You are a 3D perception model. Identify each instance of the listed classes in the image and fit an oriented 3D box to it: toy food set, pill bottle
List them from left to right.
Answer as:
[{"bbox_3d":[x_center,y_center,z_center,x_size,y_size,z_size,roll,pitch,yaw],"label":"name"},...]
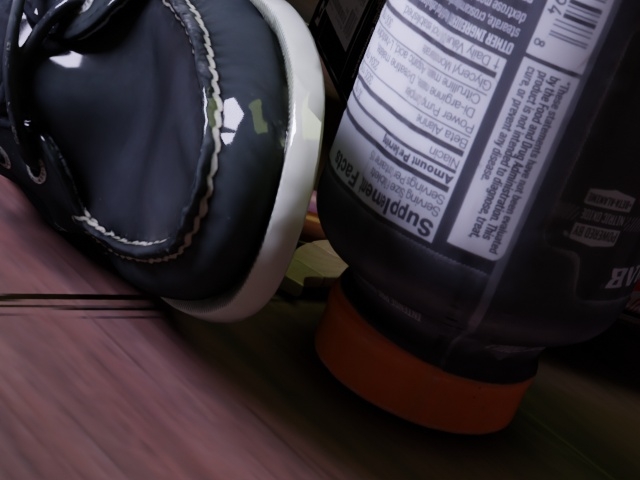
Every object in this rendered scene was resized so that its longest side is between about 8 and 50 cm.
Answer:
[{"bbox_3d":[0.000,0.000,0.692,0.078,0.019,0.122,34,29,30],"label":"toy food set"},{"bbox_3d":[0.078,-0.050,0.559,0.130,0.245,0.130,19,20,-7],"label":"pill bottle"}]

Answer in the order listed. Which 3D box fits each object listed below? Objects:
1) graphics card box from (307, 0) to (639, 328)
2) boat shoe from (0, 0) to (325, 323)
[{"bbox_3d":[0.132,-0.069,0.832,0.233,0.094,0.371,18,18,-14],"label":"graphics card box"},{"bbox_3d":[-0.098,-0.067,0.589,0.113,0.127,0.340,14,19,-24],"label":"boat shoe"}]
